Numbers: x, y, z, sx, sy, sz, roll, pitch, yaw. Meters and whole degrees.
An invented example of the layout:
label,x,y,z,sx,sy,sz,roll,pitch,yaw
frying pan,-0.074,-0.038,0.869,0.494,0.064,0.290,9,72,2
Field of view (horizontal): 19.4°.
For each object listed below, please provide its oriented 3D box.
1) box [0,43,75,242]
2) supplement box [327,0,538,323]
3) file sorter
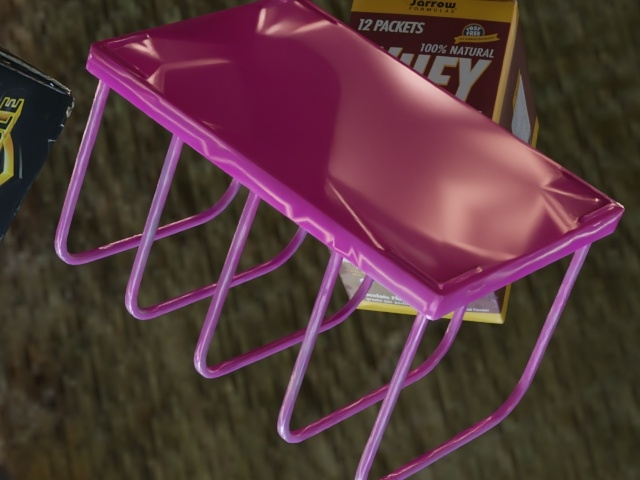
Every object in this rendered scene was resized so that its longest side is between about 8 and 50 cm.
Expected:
label,x,y,z,sx,sy,sz,roll,pitch,yaw
box,-0.279,0.014,0.896,0.079,0.257,0.322,25,96,-48
supplement box,0.087,-0.064,1.484,0.129,0.191,0.194,6,155,15
file sorter,0.000,0.000,1.219,0.202,0.291,0.182,-22,140,-48
